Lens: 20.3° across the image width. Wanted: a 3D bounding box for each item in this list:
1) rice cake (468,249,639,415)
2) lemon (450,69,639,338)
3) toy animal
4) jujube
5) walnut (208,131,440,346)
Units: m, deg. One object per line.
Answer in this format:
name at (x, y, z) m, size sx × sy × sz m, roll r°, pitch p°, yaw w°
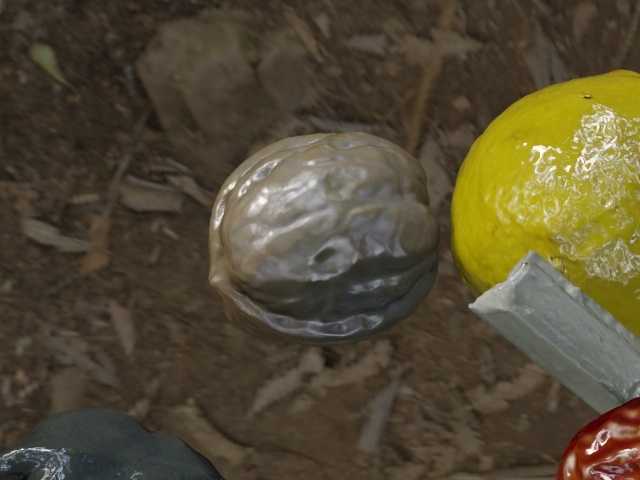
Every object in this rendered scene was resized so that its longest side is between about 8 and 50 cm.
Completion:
rice cake at (0.212, 0.100, 1.207) m, size 0.256 × 0.052 × 0.057 m, roll 39°, pitch 73°, yaw -11°
lemon at (0.248, -0.023, 1.584) m, size 0.260 × 0.284 × 0.261 m, roll -3°, pitch 100°, yaw -16°
toy animal at (-0.063, 0.158, 0.829) m, size 0.137 × 0.269 × 0.082 m, roll -38°, pitch 39°, yaw 33°
jujube at (0.222, 0.131, 1.033) m, size 0.176 × 0.109 × 0.112 m, roll -21°, pitch 98°, yaw 24°
walnut at (0.000, 0.000, 1.642) m, size 0.224 × 0.224 × 0.224 m, roll -2°, pitch 81°, yaw 15°
